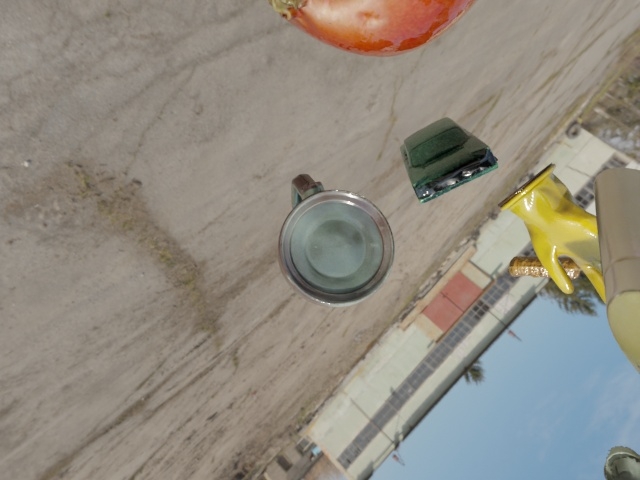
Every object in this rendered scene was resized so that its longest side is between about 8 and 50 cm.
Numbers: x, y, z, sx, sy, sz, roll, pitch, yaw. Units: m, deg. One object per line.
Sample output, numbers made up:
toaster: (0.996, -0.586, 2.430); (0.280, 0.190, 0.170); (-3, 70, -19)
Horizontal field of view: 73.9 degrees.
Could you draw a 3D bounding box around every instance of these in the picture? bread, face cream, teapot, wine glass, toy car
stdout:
bread: (0.535, 0.065, 1.018); (0.044, 0.157, 0.052); (-32, 118, -56)
face cream: (0.365, 0.036, 0.437); (0.348, 0.173, 0.081); (-43, 169, -50)
teapot: (0.000, 0.000, 0.978); (0.233, 0.315, 0.312); (-18, 173, -11)
wine glass: (0.303, 0.231, 0.424); (0.038, 0.042, 0.083); (-31, 142, 15)
toy car: (0.223, -0.166, 0.800); (0.141, 0.097, 0.321); (-26, -161, 16)

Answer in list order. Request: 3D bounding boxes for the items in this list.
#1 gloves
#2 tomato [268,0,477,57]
gloves: (0.460, 0.010, 0.748); (0.116, 0.294, 0.133); (-38, 170, -3)
tomato: (0.063, -0.374, 0.465); (0.321, 0.321, 0.322); (-42, 162, -17)
